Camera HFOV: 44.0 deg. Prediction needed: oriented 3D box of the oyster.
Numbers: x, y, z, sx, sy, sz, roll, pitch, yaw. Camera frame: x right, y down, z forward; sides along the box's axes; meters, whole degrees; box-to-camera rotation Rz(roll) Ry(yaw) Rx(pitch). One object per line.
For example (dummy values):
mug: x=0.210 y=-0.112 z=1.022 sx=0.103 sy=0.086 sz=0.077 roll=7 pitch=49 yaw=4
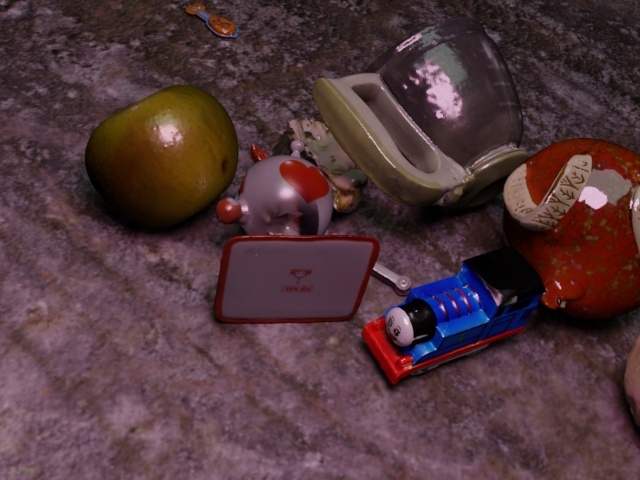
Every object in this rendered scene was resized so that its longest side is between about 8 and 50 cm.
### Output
oyster: x=0.013 y=-0.111 z=1.162 sx=0.133 sy=0.072 sz=0.209 roll=0 pitch=38 yaw=-44

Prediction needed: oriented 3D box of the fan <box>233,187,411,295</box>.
fan: x=0.000 y=0.000 z=1.086 sx=0.282 sy=0.023 sz=0.057 roll=32 pitch=47 yaw=16

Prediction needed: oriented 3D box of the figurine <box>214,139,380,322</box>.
figurine: x=-0.047 y=-0.033 z=1.008 sx=0.183 sy=0.160 sz=0.226 roll=1 pitch=48 yaw=-15

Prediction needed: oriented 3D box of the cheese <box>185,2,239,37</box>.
cheese: x=-0.187 y=-0.383 z=1.382 sx=0.111 sy=0.017 sz=0.047 roll=36 pitch=47 yaw=18

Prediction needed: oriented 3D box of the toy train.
toy train: x=0.163 y=0.091 z=0.970 sx=0.204 sy=0.131 sz=0.083 roll=-15 pitch=55 yaw=-26

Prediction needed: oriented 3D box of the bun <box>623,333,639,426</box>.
bun: x=0.465 y=0.191 z=0.969 sx=0.193 sy=0.128 sz=0.178 roll=28 pitch=47 yaw=-4

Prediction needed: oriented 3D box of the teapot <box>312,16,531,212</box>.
teapot: x=0.173 y=-0.168 z=1.110 sx=0.239 sy=0.239 sz=0.321 roll=60 pitch=16 yaw=18

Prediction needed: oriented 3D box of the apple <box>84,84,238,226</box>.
apple: x=-0.198 y=-0.108 z=1.022 sx=0.196 sy=0.196 sz=0.157 roll=-40 pitch=107 yaw=-38

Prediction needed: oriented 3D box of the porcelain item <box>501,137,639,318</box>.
porcelain item: x=0.337 y=0.000 z=1.031 sx=0.253 sy=0.253 sz=0.253 roll=7 pitch=48 yaw=-8
